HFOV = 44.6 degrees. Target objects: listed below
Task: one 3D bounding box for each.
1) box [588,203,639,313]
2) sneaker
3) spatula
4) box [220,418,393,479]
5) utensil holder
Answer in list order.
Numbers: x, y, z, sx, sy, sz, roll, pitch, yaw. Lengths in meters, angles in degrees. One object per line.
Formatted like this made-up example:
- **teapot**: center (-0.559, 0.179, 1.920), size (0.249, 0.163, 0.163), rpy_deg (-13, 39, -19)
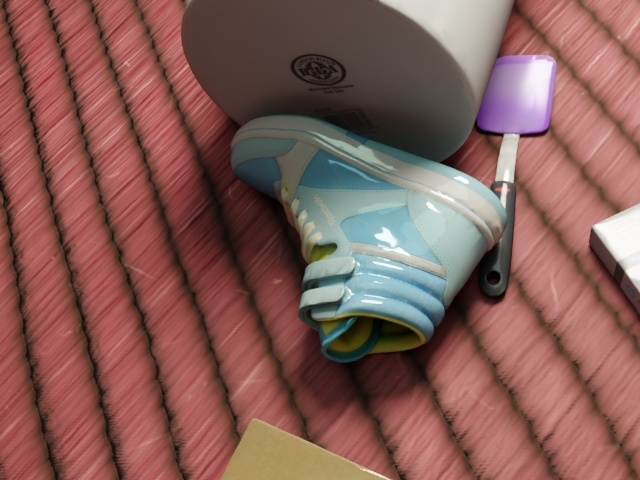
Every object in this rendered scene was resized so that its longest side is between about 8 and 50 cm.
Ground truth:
- **box**: center (0.363, 0.034, 0.719), size (0.145, 0.038, 0.186), rpy_deg (-24, 58, -1)
- **sneaker**: center (0.000, 0.000, 0.781), size (0.319, 0.127, 0.208), rpy_deg (20, 71, 30)
- **spatula**: center (0.197, -0.075, 0.829), size (0.084, 0.030, 0.296), rpy_deg (5, 62, 18)
- **box**: center (-0.036, 0.277, 0.683), size (0.165, 0.021, 0.201), rpy_deg (18, 66, 23)
- **utensil holder**: center (0.061, -0.313, 0.833), size (0.328, 0.327, 0.385), rpy_deg (11, 64, 20)
